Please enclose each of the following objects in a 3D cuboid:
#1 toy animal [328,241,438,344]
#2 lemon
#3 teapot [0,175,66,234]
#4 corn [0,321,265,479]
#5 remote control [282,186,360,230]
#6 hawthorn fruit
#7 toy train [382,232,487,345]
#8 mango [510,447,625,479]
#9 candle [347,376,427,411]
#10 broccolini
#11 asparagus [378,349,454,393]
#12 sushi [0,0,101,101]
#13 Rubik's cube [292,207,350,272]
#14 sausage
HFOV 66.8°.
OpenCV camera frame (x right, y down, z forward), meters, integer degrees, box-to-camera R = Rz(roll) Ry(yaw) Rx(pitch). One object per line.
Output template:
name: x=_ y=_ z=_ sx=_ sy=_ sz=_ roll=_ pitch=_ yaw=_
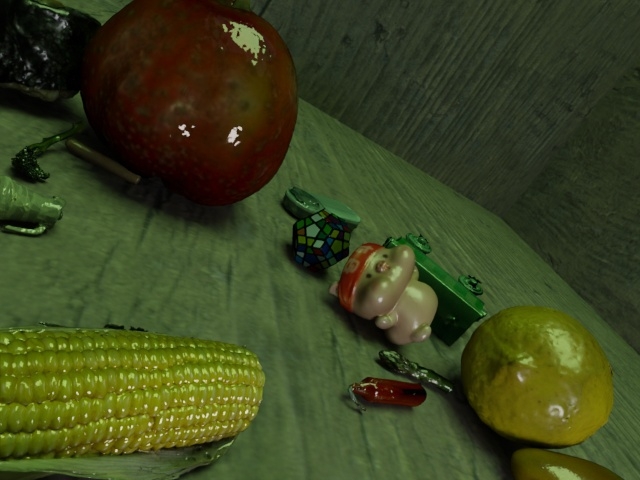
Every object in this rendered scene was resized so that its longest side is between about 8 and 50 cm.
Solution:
toy animal: x=0.127 y=0.096 z=0.929 sx=0.197 sy=0.171 sz=0.171 roll=40 pitch=21 yaw=-7
lemon: x=0.389 y=0.245 z=0.881 sx=0.310 sy=0.253 sz=0.253 roll=18 pitch=26 yaw=-51
teapot: x=-0.373 y=-0.040 z=0.619 sx=0.083 sy=0.057 sz=0.067 roll=18 pitch=65 yaw=-45
corn: x=-0.183 y=0.142 z=0.444 sx=0.305 sy=0.122 sz=0.123 roll=16 pitch=0 yaw=-44
remote control: x=0.006 y=-0.078 z=1.251 sx=0.247 sy=0.052 sz=0.104 roll=13 pitch=29 yaw=-43
hawthorn fruit: x=-0.220 y=-0.285 z=0.898 sx=0.402 sy=0.403 sz=0.403 roll=30 pitch=22 yaw=-13
toy train: x=0.259 y=0.103 z=1.159 sx=0.301 sy=0.120 sz=0.202 roll=40 pitch=25 yaw=12
mango: x=0.414 y=0.406 z=0.762 sx=0.253 sy=0.113 sz=0.138 roll=30 pitch=25 yaw=6
candle: x=0.099 y=0.239 z=0.752 sx=0.162 sy=0.048 sz=0.053 roll=18 pitch=-8 yaw=-36
broccolini: x=-0.430 y=-0.151 z=0.761 sx=0.052 sy=0.054 sz=0.194 roll=-1 pitch=35 yaw=-1
asparagus: x=0.169 y=0.234 z=0.869 sx=0.165 sy=0.030 sz=0.036 roll=28 pitch=33 yaw=-19
sushi: x=-0.554 y=-0.348 z=0.824 sx=0.211 sy=0.171 sz=0.350 roll=26 pitch=17 yaw=31
Rubik's cube: x=0.000 y=0.000 z=0.997 sx=0.133 sy=0.133 sz=0.112 roll=32 pitch=47 yaw=-8
sausage: x=-0.379 y=-0.138 z=0.847 sx=0.132 sy=0.024 sz=0.024 roll=29 pitch=22 yaw=-16
